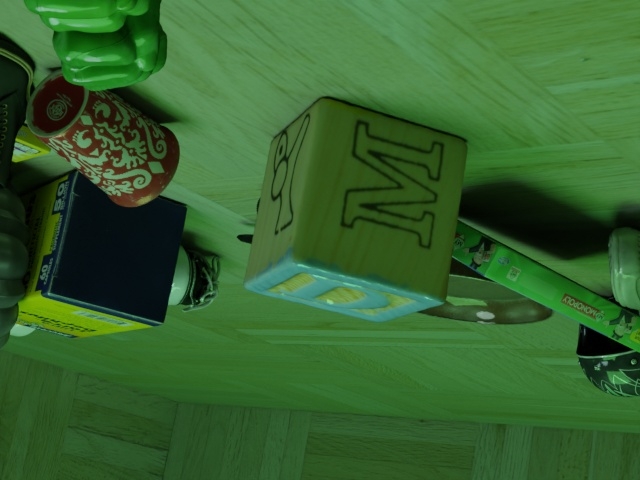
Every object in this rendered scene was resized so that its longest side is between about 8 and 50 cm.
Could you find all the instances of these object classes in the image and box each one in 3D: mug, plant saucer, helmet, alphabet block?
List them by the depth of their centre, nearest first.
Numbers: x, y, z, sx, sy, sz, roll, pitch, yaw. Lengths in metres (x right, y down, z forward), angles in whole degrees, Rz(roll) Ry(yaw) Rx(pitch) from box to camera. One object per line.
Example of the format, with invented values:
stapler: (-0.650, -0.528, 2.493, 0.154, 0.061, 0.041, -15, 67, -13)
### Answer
alphabet block: (0.038, -0.028, 1.345, 0.193, 0.197, 0.192, 16, 164, -19)
mug: (-0.276, -0.123, 1.366, 0.150, 0.113, 0.169, -1, 158, 28)
helmet: (0.494, 0.172, 1.837, 0.169, 0.162, 0.169, 9, 164, 3)
plant saucer: (0.230, 0.078, 1.881, 0.310, 0.050, 0.310, 8, 164, 2)

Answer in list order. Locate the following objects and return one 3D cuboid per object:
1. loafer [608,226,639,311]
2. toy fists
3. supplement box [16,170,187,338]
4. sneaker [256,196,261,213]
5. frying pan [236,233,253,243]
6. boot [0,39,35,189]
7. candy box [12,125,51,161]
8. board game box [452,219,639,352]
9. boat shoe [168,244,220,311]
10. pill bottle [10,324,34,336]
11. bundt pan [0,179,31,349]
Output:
loafer: (0.462, 0.047, 1.532, 0.111, 0.112, 0.319, -5, 167, 28)
toy fists: (-0.173, -0.213, 0.916, 0.096, 0.142, 0.279, 10, 165, 1)
supplement box: (-0.394, 0.035, 1.836, 0.195, 0.194, 0.356, 19, 162, -31)
sneaker: (-0.005, -0.042, 1.613, 0.161, 0.057, 0.075, 3, -179, 15)
frying pan: (0.027, 0.001, 1.711, 0.197, 0.053, 0.326, 1, -171, -28)
boot: (-0.376, -0.139, 1.316, 0.076, 0.137, 0.198, 9, 164, 3)
candy box: (-0.470, -0.155, 1.523, 0.205, 0.027, 0.105, 22, 164, -38)
board game box: (0.281, 0.048, 1.540, 0.317, 0.046, 0.213, 25, -174, -31)
boat shoe: (-0.232, 0.073, 2.035, 0.104, 0.113, 0.306, 6, 168, -10)
pill bottle: (-0.659, 0.042, 2.003, 0.210, 0.210, 0.363, -5, 159, 44)
bundt pan: (-0.534, 0.042, 1.737, 0.124, 0.331, 0.330, 9, 167, -32)
